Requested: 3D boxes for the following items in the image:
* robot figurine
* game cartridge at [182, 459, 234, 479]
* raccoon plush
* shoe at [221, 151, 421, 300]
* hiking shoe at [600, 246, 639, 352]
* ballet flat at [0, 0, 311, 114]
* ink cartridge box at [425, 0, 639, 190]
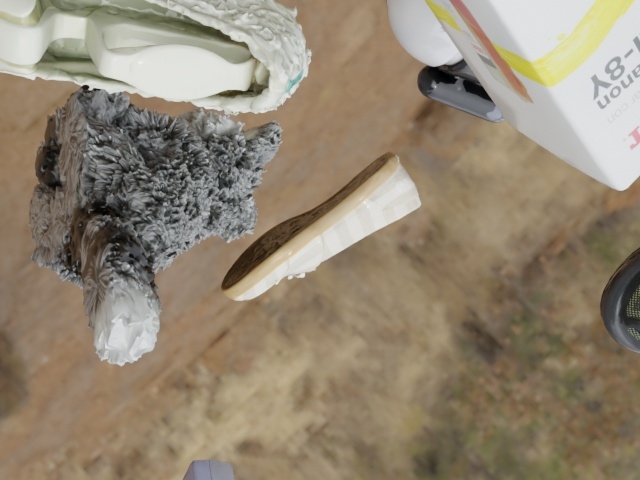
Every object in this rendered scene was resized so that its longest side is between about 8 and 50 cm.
[{"bbox_3d":[0.200,-0.235,1.521,0.173,0.278,0.209,173,-70,-68],"label":"robot figurine"},{"bbox_3d":[-0.159,0.426,1.635,0.068,0.230,0.355,10,136,-18],"label":"game cartridge"},{"bbox_3d":[-0.161,0.005,1.766,0.299,0.446,0.216,9,136,-28],"label":"raccoon plush"},{"bbox_3d":[0.000,0.000,1.473,0.219,0.058,0.076,-35,-162,12],"label":"shoe"},{"bbox_3d":[0.243,0.039,0.820,0.227,0.086,0.114,-7,-158,39],"label":"hiking shoe"},{"bbox_3d":[-0.207,-0.193,1.342,0.147,0.408,0.147,-171,-90,-85],"label":"ballet flat"},{"bbox_3d":[0.208,-0.268,1.162,0.279,0.160,0.385,-45,131,-3],"label":"ink cartridge box"}]
